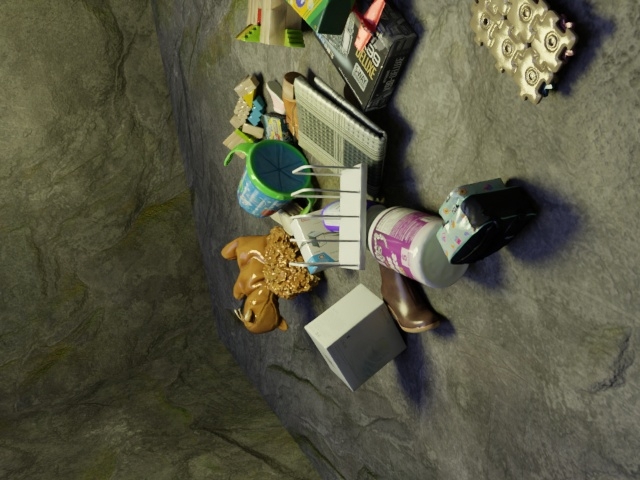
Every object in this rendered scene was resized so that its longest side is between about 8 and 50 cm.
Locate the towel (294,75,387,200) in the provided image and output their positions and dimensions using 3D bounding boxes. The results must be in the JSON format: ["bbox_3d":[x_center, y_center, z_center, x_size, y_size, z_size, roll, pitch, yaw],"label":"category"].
[{"bbox_3d":[0.056,-0.289,1.779,0.324,0.056,0.312,40,160,19],"label":"towel"}]

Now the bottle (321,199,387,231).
[{"bbox_3d":[0.105,-0.073,1.888,0.283,0.118,0.092,7,119,66],"label":"bottle"}]

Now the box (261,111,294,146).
[{"bbox_3d":[-0.148,-0.349,2.340,0.159,0.044,0.232,30,133,57],"label":"box"}]

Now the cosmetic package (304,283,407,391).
[{"bbox_3d":[0.113,0.297,1.937,0.138,0.225,0.224,36,160,51],"label":"cosmetic package"}]

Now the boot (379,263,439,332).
[{"bbox_3d":[0.236,0.143,1.793,0.248,0.090,0.206,15,123,67],"label":"boot"}]

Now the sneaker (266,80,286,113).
[{"bbox_3d":[-0.156,-0.501,2.235,0.134,0.051,0.070,55,147,25],"label":"sneaker"}]

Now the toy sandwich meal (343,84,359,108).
[{"bbox_3d":[0.095,-0.412,1.780,0.085,0.029,0.085,52,160,27],"label":"toy sandwich meal"}]

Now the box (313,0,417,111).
[{"bbox_3d":[0.104,-0.524,1.612,0.307,0.077,0.242,62,154,22],"label":"box"}]

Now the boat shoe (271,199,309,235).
[{"bbox_3d":[-0.142,-0.131,2.424,0.324,0.097,0.116,44,156,49],"label":"boat shoe"}]

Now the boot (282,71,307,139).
[{"bbox_3d":[-0.029,-0.375,1.994,0.283,0.109,0.220,42,152,30],"label":"boot"}]

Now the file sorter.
[{"bbox_3d":[0.016,-0.063,1.714,0.193,0.173,0.277,180,92,-75],"label":"file sorter"}]

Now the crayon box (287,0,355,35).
[{"bbox_3d":[0.025,-0.673,1.464,0.203,0.083,0.322,54,136,32],"label":"crayon box"}]

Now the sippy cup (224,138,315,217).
[{"bbox_3d":[-0.183,-0.201,2.232,0.224,0.240,0.305,-45,67,50],"label":"sippy cup"}]

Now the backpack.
[{"bbox_3d":[0.335,-0.036,1.349,0.144,0.166,0.188,60,151,29],"label":"backpack"}]

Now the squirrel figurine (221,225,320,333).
[{"bbox_3d":[-0.194,0.161,2.445,0.397,0.281,0.370,-33,43,40],"label":"squirrel figurine"}]

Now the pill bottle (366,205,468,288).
[{"bbox_3d":[0.227,0.005,1.613,0.302,0.169,0.169,25,129,60],"label":"pill bottle"}]

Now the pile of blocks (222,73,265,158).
[{"bbox_3d":[-0.271,-0.493,2.468,0.112,0.149,0.362,-70,1,-46],"label":"pile of blocks"}]

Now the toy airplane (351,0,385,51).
[{"bbox_3d":[0.099,-0.526,1.492,0.151,0.028,0.151,31,128,50],"label":"toy airplane"}]

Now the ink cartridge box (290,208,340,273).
[{"bbox_3d":[0.000,0.000,2.148,0.190,0.140,0.082,66,157,12],"label":"ink cartridge box"}]

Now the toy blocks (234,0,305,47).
[{"bbox_3d":[-0.141,-0.733,1.913,0.381,0.191,0.260,-133,46,-62],"label":"toy blocks"}]

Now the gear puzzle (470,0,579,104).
[{"bbox_3d":[0.356,-0.422,1.185,0.338,0.044,0.175,63,157,27],"label":"gear puzzle"}]
